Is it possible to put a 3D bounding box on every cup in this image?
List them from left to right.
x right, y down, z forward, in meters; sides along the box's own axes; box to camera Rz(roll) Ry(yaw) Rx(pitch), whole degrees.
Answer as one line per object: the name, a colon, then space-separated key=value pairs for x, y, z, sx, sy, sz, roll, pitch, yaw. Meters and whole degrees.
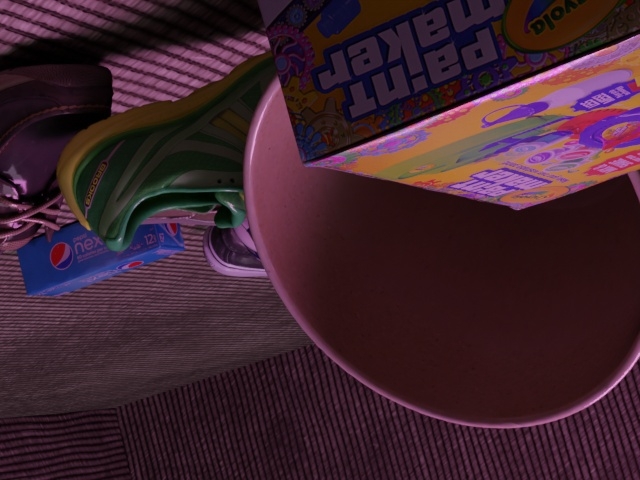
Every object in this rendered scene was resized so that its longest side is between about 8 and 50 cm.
cup: x=0.139 y=-0.055 z=1.038 sx=0.331 sy=0.331 sz=0.237 roll=-24 pitch=-168 yaw=40

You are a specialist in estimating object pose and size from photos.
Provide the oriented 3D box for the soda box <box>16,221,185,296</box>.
soda box: x=-0.283 y=0.009 z=1.702 sx=0.210 sy=0.071 sz=0.067 roll=-19 pitch=169 yaw=21

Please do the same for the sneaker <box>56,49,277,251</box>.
sneaker: x=-0.071 y=-0.076 z=1.122 sx=0.296 sy=0.123 sz=0.109 roll=-25 pitch=166 yaw=-7

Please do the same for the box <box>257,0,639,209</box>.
box: x=0.093 y=-0.180 z=0.694 sx=0.177 sy=0.279 sz=0.290 roll=-20 pitch=169 yaw=25

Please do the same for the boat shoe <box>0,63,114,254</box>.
boat shoe: x=-0.279 y=-0.055 z=1.219 sx=0.132 sy=0.130 sz=0.355 roll=-8 pitch=167 yaw=-35

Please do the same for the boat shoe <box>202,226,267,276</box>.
boat shoe: x=0.000 y=0.000 z=1.912 sx=0.335 sy=0.121 sz=0.119 roll=-7 pitch=171 yaw=-28

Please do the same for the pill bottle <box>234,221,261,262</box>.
pill bottle: x=-0.057 y=-0.030 z=1.706 sx=0.112 sy=0.112 sz=0.186 roll=-15 pitch=170 yaw=1

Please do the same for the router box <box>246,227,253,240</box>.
router box: x=0.120 y=-0.068 z=1.586 sx=0.335 sy=0.082 sz=0.301 roll=-39 pitch=161 yaw=20

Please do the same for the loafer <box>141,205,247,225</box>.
loafer: x=-0.138 y=-0.064 z=1.468 sx=0.251 sy=0.094 sz=0.087 roll=-11 pitch=173 yaw=-21
